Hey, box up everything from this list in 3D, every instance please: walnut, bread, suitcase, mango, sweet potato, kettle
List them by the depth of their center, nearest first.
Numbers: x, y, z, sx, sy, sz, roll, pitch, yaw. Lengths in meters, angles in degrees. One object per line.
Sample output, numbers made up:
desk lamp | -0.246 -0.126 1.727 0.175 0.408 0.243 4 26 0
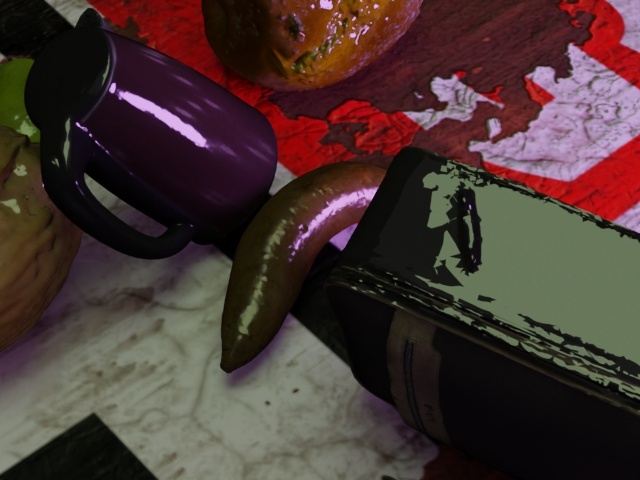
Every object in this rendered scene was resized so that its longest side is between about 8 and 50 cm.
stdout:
suitcase | 0.212 0.100 1.262 0.434 0.283 0.194 25 71 19
walnut | -0.316 0.001 1.403 0.198 0.198 0.245 12 49 10
kettle | -0.167 -0.082 1.434 0.144 0.232 0.202 -5 67 35
sweet potato | -0.002 -0.007 1.490 0.346 0.079 0.108 -38 87 -31
mango | -0.301 -0.130 1.591 0.091 0.074 0.165 -11 49 -8
bread | 0.011 -0.278 1.646 0.176 0.195 0.246 31 55 30

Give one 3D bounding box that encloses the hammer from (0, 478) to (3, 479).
hammer | -0.337 0.214 1.324 0.182 0.017 0.062 11 49 10
